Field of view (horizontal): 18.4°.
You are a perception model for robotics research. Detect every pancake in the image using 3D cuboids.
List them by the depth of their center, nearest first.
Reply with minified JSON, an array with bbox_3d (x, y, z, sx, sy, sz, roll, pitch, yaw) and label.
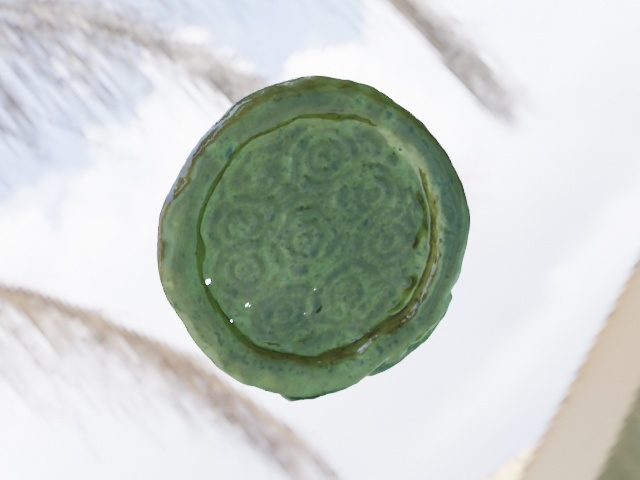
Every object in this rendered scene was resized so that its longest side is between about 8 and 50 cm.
[{"bbox_3d":[-0.001,0.000,0.659,0.115,0.115,0.011,-35,18,-15],"label":"pancake"}]
